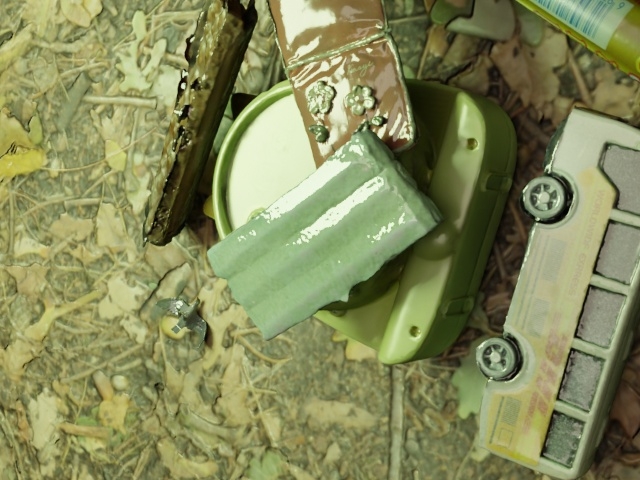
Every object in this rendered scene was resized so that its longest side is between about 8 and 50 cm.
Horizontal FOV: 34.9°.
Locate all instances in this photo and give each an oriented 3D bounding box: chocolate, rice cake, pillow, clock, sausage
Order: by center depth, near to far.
[{"bbox_3d":[0.282,-0.202,0.955,0.371,0.082,0.082,40,109,24],"label":"sausage"},{"bbox_3d":[0.000,0.000,0.988,0.237,0.043,0.127,-38,86,32],"label":"rice cake"},{"bbox_3d":[0.018,-0.182,0.990,0.126,0.043,0.232,-18,85,27],"label":"pillow"},{"bbox_3d":[0.015,-0.047,1.085,0.348,0.117,0.286,20,100,28],"label":"clock"},{"bbox_3d":[-0.139,-0.134,1.143,0.102,0.065,0.329,-96,23,-51],"label":"chocolate"}]

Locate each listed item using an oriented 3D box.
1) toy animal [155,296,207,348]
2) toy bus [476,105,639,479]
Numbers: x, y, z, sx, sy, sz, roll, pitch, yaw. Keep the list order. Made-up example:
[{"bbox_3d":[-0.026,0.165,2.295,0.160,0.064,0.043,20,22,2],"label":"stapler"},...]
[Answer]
[{"bbox_3d":[-0.163,0.089,1.238,0.084,0.028,0.050,44,119,21],"label":"toy animal"},{"bbox_3d":[0.243,0.051,0.970,0.138,0.097,0.343,21,101,25],"label":"toy bus"}]
